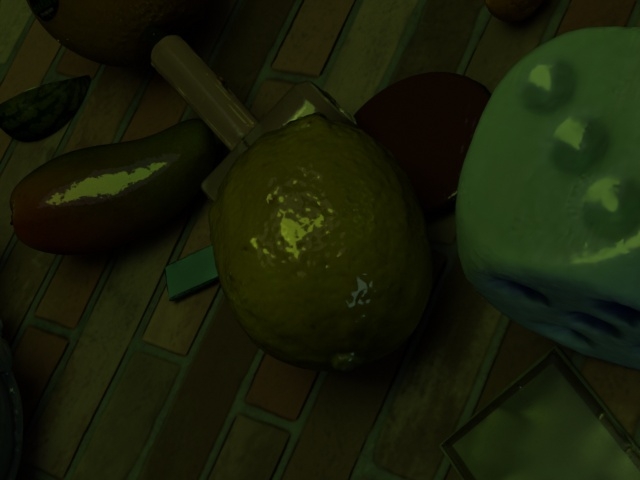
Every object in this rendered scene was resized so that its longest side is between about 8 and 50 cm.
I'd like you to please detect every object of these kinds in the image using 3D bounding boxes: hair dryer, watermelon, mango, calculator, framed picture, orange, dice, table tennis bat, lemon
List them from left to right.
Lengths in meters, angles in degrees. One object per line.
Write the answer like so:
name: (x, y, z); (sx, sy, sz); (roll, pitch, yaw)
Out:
watermelon: (-0.411, -0.182, 2.222); (0.163, 0.087, 0.069); (-20, 92, 27)
mango: (-0.268, -0.063, 1.997); (0.289, 0.129, 0.146); (-16, 36, 18)
orange: (-0.275, -0.370, 2.089); (0.274, 0.274, 0.274); (-16, 57, 27)
calculator: (-0.123, 0.022, 1.924); (0.172, 0.018, 0.057); (-25, 52, 21)
hair dryer: (-0.117, -0.178, 1.909); (0.189, 0.107, 0.344); (-47, 62, 8)
lemon: (0.000, 0.000, 1.699); (0.245, 0.245, 0.320); (-25, 62, 21)
table tennis bat: (0.147, -0.116, 1.806); (0.310, 0.038, 0.200); (-5, 63, 33)
orange: (0.232, -0.302, 1.824); (0.083, 0.083, 0.070); (-43, 61, 7)
framed picture: (0.239, 0.237, 1.564); (0.173, 0.010, 0.231); (-41, 49, 9)
dice: (0.308, -0.035, 1.502); (0.262, 0.264, 0.268); (12, 74, 38)

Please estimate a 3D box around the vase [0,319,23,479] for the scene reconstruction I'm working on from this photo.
vase: (-0.515, 0.154, 1.981); (0.250, 0.250, 0.445); (-28, 47, 19)
